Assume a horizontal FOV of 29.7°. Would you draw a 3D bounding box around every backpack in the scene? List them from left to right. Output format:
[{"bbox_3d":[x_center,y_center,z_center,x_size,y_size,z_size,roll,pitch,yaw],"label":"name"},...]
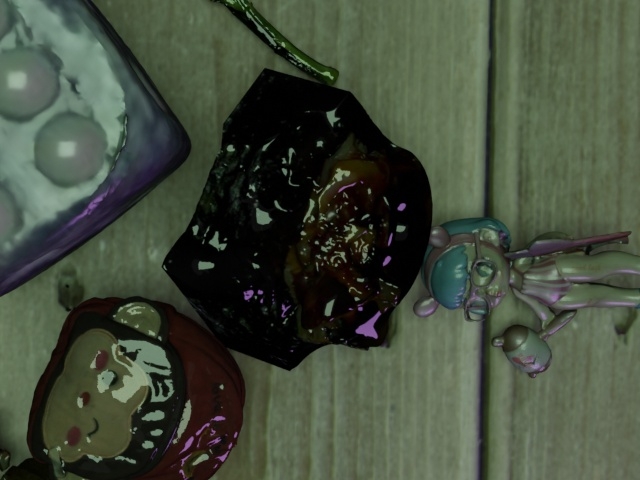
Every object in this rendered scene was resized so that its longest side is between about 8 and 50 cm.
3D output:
[{"bbox_3d":[-0.184,0.169,1.257,0.229,0.139,0.229,0,99,-2],"label":"backpack"}]

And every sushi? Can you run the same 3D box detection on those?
[{"bbox_3d":[0.000,-0.001,1.210,0.212,0.215,0.227,19,70,19],"label":"sushi"}]

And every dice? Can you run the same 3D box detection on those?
[{"bbox_3d":[-0.303,-0.116,1.176,0.270,0.271,0.270,-37,93,0],"label":"dice"}]

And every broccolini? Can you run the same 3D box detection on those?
[{"bbox_3d":[-0.075,-0.246,1.292,0.239,0.051,0.054,39,82,-5],"label":"broccolini"}]

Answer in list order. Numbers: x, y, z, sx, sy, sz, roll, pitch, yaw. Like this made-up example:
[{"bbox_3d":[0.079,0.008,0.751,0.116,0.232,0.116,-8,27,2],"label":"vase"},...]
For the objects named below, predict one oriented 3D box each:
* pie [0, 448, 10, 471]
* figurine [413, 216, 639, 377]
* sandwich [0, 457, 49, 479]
[{"bbox_3d":[-0.481,0.278,1.275,0.274,0.105,0.257,15,101,-2],"label":"pie"},{"bbox_3d":[0.229,0.051,1.298,0.260,0.103,0.205,3,129,-4],"label":"figurine"},{"bbox_3d":[-0.280,0.330,1.289,0.184,0.109,0.160,35,111,-5],"label":"sandwich"}]
